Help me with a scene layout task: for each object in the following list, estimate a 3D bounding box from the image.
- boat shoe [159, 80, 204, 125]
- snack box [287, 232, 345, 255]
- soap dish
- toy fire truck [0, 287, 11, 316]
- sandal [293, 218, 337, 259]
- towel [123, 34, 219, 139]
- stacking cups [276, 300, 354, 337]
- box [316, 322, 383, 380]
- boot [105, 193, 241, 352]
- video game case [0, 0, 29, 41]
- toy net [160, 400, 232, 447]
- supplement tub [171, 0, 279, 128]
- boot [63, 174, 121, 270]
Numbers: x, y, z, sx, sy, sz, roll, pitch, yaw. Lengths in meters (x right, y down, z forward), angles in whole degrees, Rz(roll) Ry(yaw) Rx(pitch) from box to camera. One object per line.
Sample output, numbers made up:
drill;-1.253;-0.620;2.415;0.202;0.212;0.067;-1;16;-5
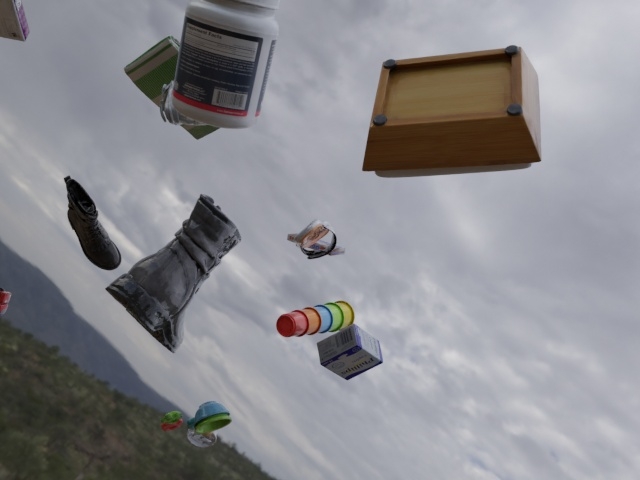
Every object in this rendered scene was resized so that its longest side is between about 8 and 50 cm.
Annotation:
boat shoe;-0.357;-0.342;1.568;0.320;0.103;0.118;-137;-140;-60
snack box;-0.014;0.011;1.858;0.178;0.064;0.022;19;-74;38
soap dish;0.221;-0.221;1.069;0.291;0.229;0.118;-1;-40;18
toy fire truck;-0.725;0.138;1.230;0.192;0.135;0.047;18;-7;-12
sandal;-0.008;0.007;1.543;0.076;0.102;0.265;51;5;5
towel;-0.412;-0.457;1.913;0.248;0.038;0.325;-18;-44;36
stacking cups;-0.021;0.228;1.793;0.096;0.096;0.316;31;16;30
box;0.081;0.304;1.698;0.137;0.126;0.072;39;29;-42
boot;-0.220;0.064;1.065;0.118;0.222;0.338;41;-17;3
video game case;-0.765;-0.550;1.361;0.210;0.042;0.232;10;-30;-6
toy net;-0.230;0.360;1.184;0.232;0.122;0.045;101;-31;-59
supplement tub;-0.195;-0.385;1.296;0.191;0.191;0.272;30;-64;31
boot;-0.673;-0.043;1.833;0.263;0.091;0.229;53;-26;1
